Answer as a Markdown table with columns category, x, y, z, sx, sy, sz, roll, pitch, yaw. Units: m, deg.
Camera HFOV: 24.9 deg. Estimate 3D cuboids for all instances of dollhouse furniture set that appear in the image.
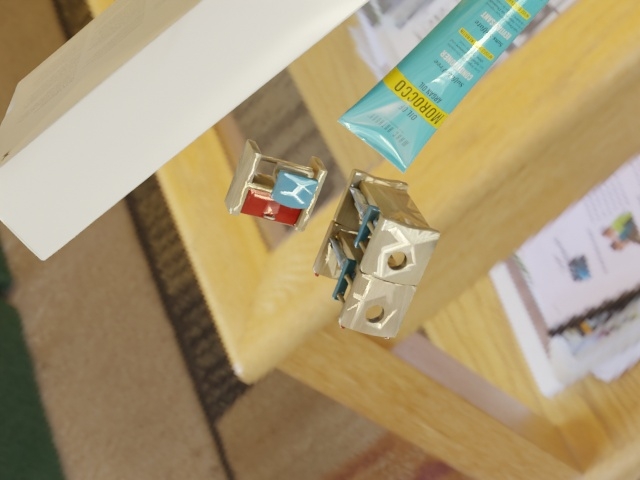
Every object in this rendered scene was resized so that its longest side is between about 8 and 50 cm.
| category | x | y | z | sx | sy | sz | roll | pitch | yaw |
| --- | --- | --- | --- | --- | --- | --- | --- | --- | --- |
| dollhouse furniture set | 0.000 | 0.000 | 1.484 | 0.129 | 0.183 | 0.129 | -117 | 45 | -61 |

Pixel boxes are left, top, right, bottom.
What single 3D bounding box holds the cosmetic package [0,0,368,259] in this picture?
| category | x | y | z | sx | sy | sz | roll | pitch | yaw |
| --- | --- | --- | --- | --- | --- | --- | --- | --- | --- |
| cosmetic package | -0.123 | -0.178 | 1.289 | 0.377 | 0.097 | 0.284 | -37 | 19 | 13 |

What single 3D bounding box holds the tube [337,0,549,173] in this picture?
| category | x | y | z | sx | sy | sz | roll | pitch | yaw |
| --- | --- | --- | --- | --- | --- | --- | --- | --- | --- |
| tube | 0.112 | -0.155 | 1.233 | 0.207 | 0.080 | 0.052 | -47 | 21 | 12 |
